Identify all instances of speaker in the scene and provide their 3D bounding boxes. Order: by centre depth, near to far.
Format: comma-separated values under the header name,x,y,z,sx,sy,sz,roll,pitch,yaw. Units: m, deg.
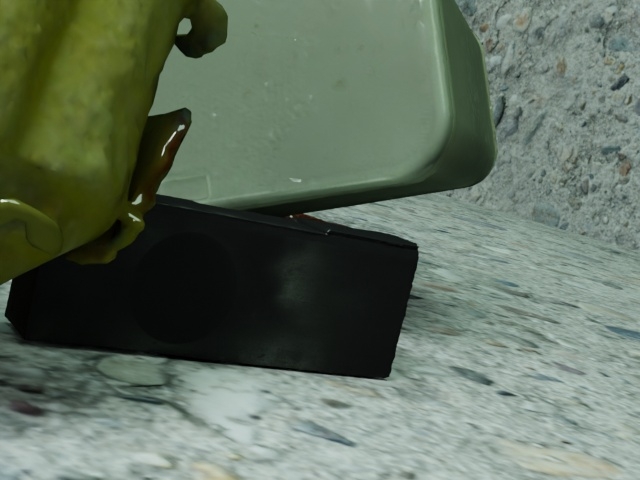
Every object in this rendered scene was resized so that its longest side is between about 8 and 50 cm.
name,x,y,z,sx,sy,sz,roll,pitch,yaw
speaker,-0.051,0.021,0.620,0.218,0.082,0.044,11,7,-32

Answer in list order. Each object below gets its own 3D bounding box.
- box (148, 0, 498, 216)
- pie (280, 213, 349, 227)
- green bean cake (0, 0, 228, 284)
name,x,y,z,sx,sy,sz,roll,pitch,yaw
box,-0.049,-0.105,0.908,0.352,0.177,0.344,-9,-2,16
pie,0.000,0.000,1.133,0.153,0.038,0.153,16,6,-2
green bean cake,-0.235,-0.071,0.444,0.285,0.202,0.310,-12,-36,40
